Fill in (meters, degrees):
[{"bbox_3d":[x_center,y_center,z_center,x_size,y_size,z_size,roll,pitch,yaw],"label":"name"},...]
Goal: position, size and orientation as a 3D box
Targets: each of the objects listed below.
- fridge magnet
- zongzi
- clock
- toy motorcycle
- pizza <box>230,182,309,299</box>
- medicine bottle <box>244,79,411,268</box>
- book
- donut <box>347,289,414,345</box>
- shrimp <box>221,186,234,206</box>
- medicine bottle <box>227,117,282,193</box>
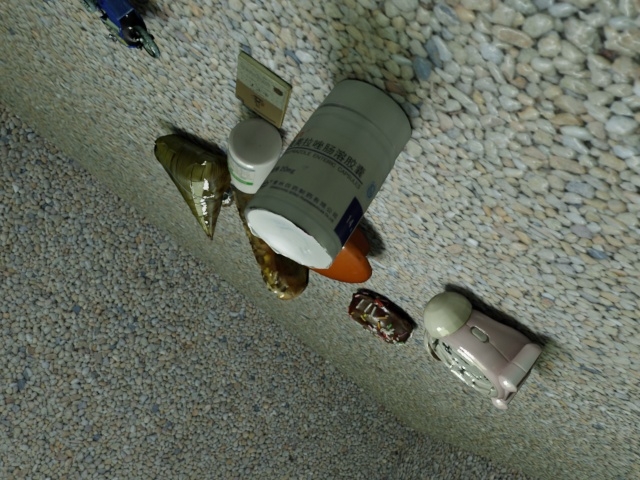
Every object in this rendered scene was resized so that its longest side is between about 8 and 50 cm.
[{"bbox_3d":[0.000,0.000,1.852,0.363,0.155,0.363,32,162,11],"label":"fridge magnet"},{"bbox_3d":[-0.425,-0.172,2.059,0.286,0.138,0.300,28,125,28],"label":"zongzi"},{"bbox_3d":[0.440,0.304,1.802,0.326,0.184,0.342,33,158,23],"label":"clock"},{"bbox_3d":[-0.478,-0.537,1.433,0.315,0.113,0.169,51,168,-16],"label":"toy motorcycle"},{"bbox_3d":[-0.127,0.032,2.093,0.392,0.080,0.435,38,-152,-62],"label":"pizza"},{"bbox_3d":[0.021,-0.129,1.196,0.190,0.332,0.190,28,159,12],"label":"medicine bottle"},{"bbox_3d":[-0.135,-0.340,1.449,0.138,0.016,0.198,36,163,0],"label":"book"},{"bbox_3d":[0.214,0.285,2.291,0.270,0.103,0.269,31,164,10],"label":"donut"},{"bbox_3d":[-0.395,-0.201,2.215,0.233,0.079,0.090,40,-159,4],"label":"shrimp"},{"bbox_3d":[-0.177,-0.214,1.659,0.139,0.139,0.237,36,164,0],"label":"medicine bottle"}]
